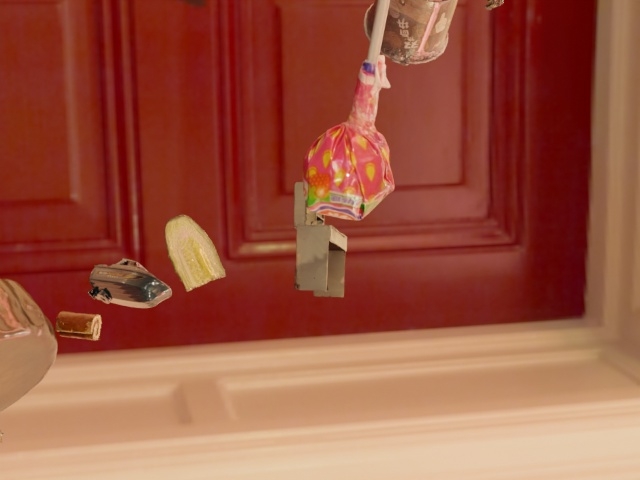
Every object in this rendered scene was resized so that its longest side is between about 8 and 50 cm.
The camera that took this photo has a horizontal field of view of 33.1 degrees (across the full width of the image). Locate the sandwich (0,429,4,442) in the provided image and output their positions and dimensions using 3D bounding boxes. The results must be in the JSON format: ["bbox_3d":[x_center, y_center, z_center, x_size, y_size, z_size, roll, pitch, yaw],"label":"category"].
[{"bbox_3d":[-0.662,0.259,1.983,0.094,0.096,0.258,91,-21,-75],"label":"sandwich"}]

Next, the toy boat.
[{"bbox_3d":[-0.237,0.057,1.376,0.141,0.060,0.055,4,-40,45],"label":"toy boat"}]

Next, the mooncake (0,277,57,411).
[{"bbox_3d":[-0.589,0.183,1.778,0.161,0.290,0.290,52,-27,21],"label":"mooncake"}]

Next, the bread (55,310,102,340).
[{"bbox_3d":[-0.431,0.151,1.916,0.036,0.083,0.047,23,72,-64],"label":"bread"}]

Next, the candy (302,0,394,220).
[{"bbox_3d":[0.057,-0.203,1.359,0.124,0.124,0.365,-124,-138,-67],"label":"candy"}]

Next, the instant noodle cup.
[{"bbox_3d":[0.228,-0.561,2.539,0.207,0.217,0.217,113,-28,-58],"label":"instant noodle cup"}]

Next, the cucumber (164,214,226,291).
[{"bbox_3d":[-0.188,0.015,1.556,0.035,0.067,0.107,178,-111,-79],"label":"cucumber"}]

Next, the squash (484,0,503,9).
[{"bbox_3d":[0.352,-0.619,2.263,0.087,0.087,0.331,114,-22,-64],"label":"squash"}]

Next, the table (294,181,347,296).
[{"bbox_3d":[0.000,0.000,1.754,0.146,0.062,0.175,31,60,-77],"label":"table"}]
